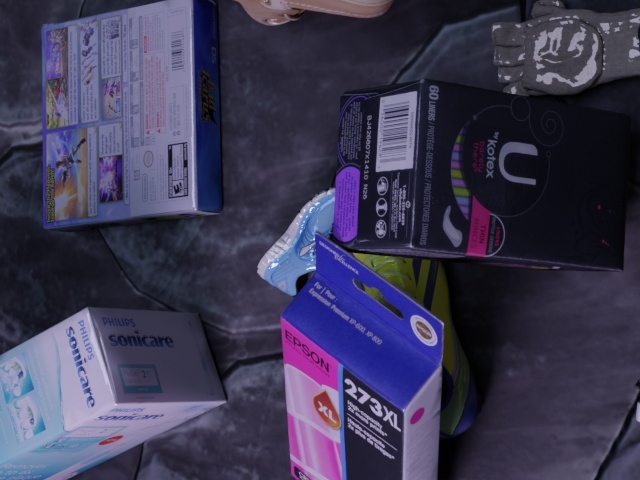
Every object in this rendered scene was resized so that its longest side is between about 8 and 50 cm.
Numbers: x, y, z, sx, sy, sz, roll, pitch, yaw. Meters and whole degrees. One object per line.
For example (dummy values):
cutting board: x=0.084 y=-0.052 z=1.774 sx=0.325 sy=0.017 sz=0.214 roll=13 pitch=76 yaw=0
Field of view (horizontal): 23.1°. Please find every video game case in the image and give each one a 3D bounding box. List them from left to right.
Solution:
video game case: x=-0.240 y=-0.155 z=1.970 sx=0.244 sy=0.061 sz=0.270 roll=-6 pitch=82 yaw=31

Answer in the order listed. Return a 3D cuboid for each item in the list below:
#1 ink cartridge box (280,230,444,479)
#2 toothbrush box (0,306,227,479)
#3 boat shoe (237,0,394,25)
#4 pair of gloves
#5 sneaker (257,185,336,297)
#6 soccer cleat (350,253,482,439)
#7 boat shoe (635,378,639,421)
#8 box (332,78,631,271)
ink cartridge box: x=0.043 y=0.172 z=1.623 sx=0.175 sy=0.069 sz=0.371 roll=36 pitch=145 yaw=30
toothbrush box: x=-0.298 y=0.193 z=1.882 sx=0.295 sy=0.216 sz=0.126 roll=-29 pitch=71 yaw=26
boat shoe: x=-0.044 y=-0.316 z=1.844 sx=0.341 sy=0.121 sz=0.110 roll=26 pitch=136 yaw=34
pair of gloves: x=0.268 y=-0.273 z=1.670 sx=0.204 sy=0.042 sz=0.240 roll=-11 pitch=81 yaw=28
sneaker: x=0.000 y=0.000 z=1.813 sx=0.073 sy=0.063 sz=0.162 roll=44 pitch=115 yaw=12
soccer cleat: x=0.090 y=0.078 z=1.701 sx=0.093 sy=0.121 sz=0.289 roll=-30 pitch=70 yaw=27
boat shoe: x=0.438 y=0.139 z=1.478 sx=0.302 sy=0.114 sz=0.091 roll=1 pitch=91 yaw=32
box: x=0.163 y=-0.059 z=1.562 sx=0.143 sy=0.270 sz=0.165 roll=-1 pitch=85 yaw=57
